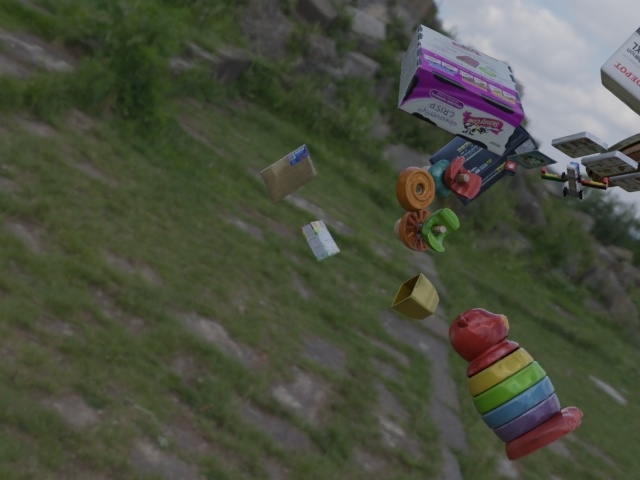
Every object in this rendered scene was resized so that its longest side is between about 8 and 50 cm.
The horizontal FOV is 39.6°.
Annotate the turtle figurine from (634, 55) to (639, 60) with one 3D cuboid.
[{"bbox_3d":[0.672,-0.224,1.416,0.266,0.197,0.275,28,48,36],"label":"turtle figurine"}]

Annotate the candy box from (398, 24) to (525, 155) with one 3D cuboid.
[{"bbox_3d":[0.196,-0.220,1.268,0.159,0.071,0.233,24,28,-5],"label":"candy box"}]

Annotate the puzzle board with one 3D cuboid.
[{"bbox_3d":[-0.074,-0.158,2.102,0.011,0.128,0.096,39,-22,48],"label":"puzzle board"}]

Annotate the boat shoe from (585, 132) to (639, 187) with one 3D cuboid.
[{"bbox_3d":[0.637,-0.144,1.586,0.111,0.307,0.104,39,35,-65],"label":"boat shoe"}]

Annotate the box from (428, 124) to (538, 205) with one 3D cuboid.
[{"bbox_3d":[0.405,-0.217,2.230,0.059,0.233,0.183,45,12,-35],"label":"box"}]

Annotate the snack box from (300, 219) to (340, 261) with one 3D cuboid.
[{"bbox_3d":[0.000,0.000,2.314,0.100,0.037,0.141,62,13,2],"label":"snack box"}]

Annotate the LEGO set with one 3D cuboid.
[{"bbox_3d":[0.417,-0.128,1.466,0.183,0.060,0.244,26,-16,-23],"label":"LEGO set"}]

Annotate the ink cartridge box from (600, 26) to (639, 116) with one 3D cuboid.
[{"bbox_3d":[0.658,-0.337,1.628,0.172,0.237,0.100,46,10,17],"label":"ink cartridge box"}]

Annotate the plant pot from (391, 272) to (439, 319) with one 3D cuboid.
[{"bbox_3d":[0.237,0.143,2.144,0.083,0.081,0.081,39,51,-13],"label":"plant pot"}]

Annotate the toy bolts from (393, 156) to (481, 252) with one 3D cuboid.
[{"bbox_3d":[0.234,-0.110,2.060,0.158,0.228,0.218,4,-40,53],"label":"toy bolts"}]

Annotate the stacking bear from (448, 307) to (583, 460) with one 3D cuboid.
[{"bbox_3d":[0.356,0.261,1.722,0.289,0.164,0.175,59,14,12],"label":"stacking bear"}]
